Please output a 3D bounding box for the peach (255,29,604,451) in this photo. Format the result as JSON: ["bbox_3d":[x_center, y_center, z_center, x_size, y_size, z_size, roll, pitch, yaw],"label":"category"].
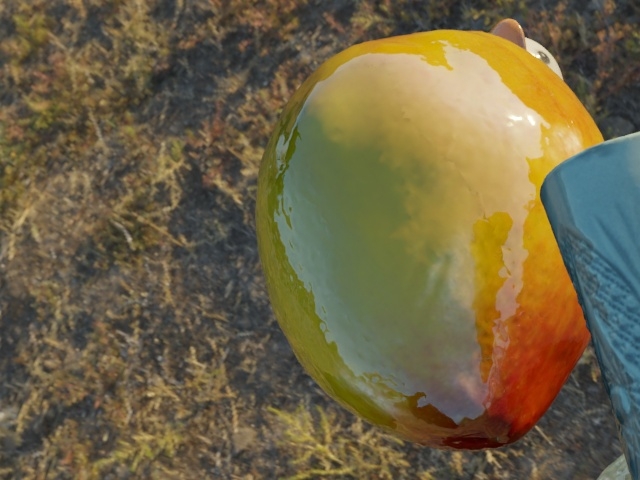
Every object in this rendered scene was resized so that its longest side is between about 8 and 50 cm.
[{"bbox_3d":[0.092,0.003,0.682,0.289,0.289,0.308,-28,81,20],"label":"peach"}]

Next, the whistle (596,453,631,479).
[{"bbox_3d":[0.373,0.264,0.667,0.188,0.168,0.405,-52,17,-27],"label":"whistle"}]

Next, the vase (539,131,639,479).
[{"bbox_3d":[0.163,0.068,0.382,0.096,0.096,0.219,-16,68,28],"label":"vase"}]

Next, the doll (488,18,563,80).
[{"bbox_3d":[0.162,-0.122,0.955,0.221,0.221,0.251,45,137,41],"label":"doll"}]
